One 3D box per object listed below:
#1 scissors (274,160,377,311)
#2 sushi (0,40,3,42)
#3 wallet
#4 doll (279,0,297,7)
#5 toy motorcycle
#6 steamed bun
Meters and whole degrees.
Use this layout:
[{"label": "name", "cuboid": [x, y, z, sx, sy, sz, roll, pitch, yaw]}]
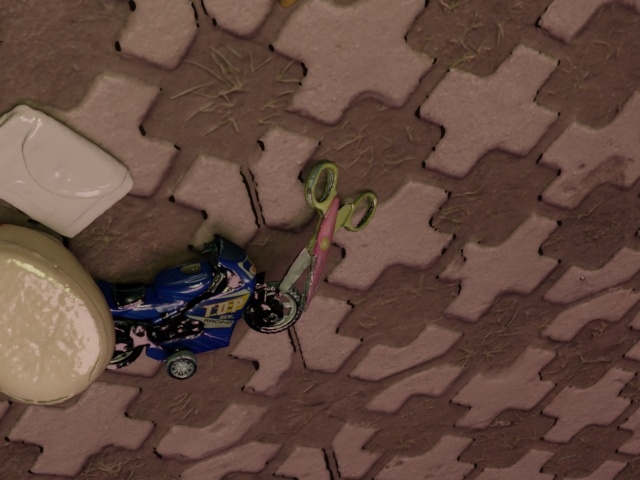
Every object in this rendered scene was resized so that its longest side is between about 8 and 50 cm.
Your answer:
[{"label": "scissors", "cuboid": [0.000, 0.000, 1.452, 0.133, 0.020, 0.187, 31, 83, -43]}, {"label": "sushi", "cuboid": [-0.475, -0.192, 1.061, 0.192, 0.043, 0.279, -45, 135, 20]}, {"label": "wallet", "cuboid": [-0.308, -0.075, 1.274, 0.124, 0.032, 0.183, -36, 139, 15]}, {"label": "doll", "cuboid": [-0.016, -0.280, 1.197, 0.061, 0.051, 0.093, 17, 125, -46]}, {"label": "toy motorcycle", "cuboid": [-0.181, 0.080, 1.443, 0.315, 0.113, 0.169, -12, 127, -4]}, {"label": "steamed bun", "cuboid": [-0.345, 0.079, 1.322, 0.177, 0.131, 0.228, -37, 108, 9]}]
